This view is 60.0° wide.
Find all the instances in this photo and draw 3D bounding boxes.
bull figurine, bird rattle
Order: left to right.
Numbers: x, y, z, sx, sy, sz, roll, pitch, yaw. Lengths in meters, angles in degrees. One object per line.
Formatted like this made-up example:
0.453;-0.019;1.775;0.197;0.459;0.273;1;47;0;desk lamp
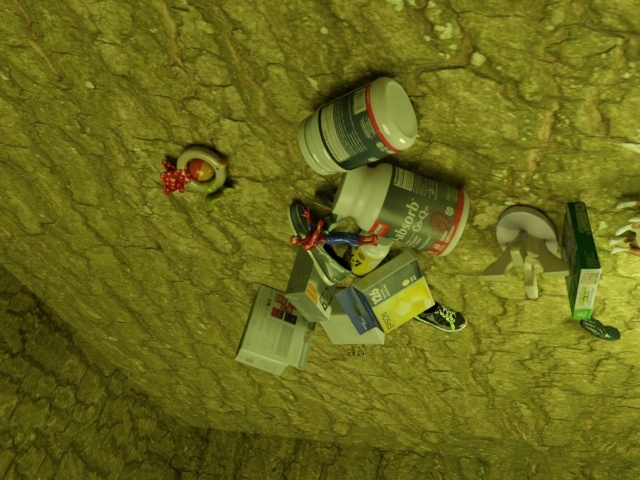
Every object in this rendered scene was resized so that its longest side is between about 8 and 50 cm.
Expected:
-0.396;-0.220;1.808;0.253;0.143;0.207;30;130;2;bird rattle
0.945;-0.008;1.603;0.188;0.101;0.310;1;141;21;bull figurine

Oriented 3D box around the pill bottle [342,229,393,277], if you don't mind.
0.163;0.032;1.900;0.119;0.119;0.208;22;141;-9;pill bottle

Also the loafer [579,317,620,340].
1.018;0.334;2.043;0.170;0.062;0.061;25;146;-11;loafer

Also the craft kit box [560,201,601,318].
0.759;0.061;1.630;0.061;0.250;0.246;-5;138;17;craft kit box

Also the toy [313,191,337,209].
0.098;-0.112;1.768;0.237;0.137;0.056;23;103;-7;toy

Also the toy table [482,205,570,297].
0.632;0.044;1.716;0.252;0.161;0.274;-16;133;40;toy table

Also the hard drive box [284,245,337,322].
-0.025;0.150;2.019;0.089;0.232;0.181;-11;136;29;hard drive box

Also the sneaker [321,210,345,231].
0.049;-0.066;1.868;0.061;0.053;0.152;-12;168;-27;sneaker

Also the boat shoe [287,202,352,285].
0.000;0.000;1.879;0.099;0.116;0.319;-24;102;27;boat shoe

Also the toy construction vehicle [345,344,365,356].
0.162;0.504;2.570;0.086;0.035;0.098;1;139;35;toy construction vehicle

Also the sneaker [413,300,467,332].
0.458;0.289;2.153;0.235;0.084;0.097;13;141;2;sneaker

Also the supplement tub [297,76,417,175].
0.096;-0.292;1.456;0.272;0.191;0.191;-17;132;35;supplement tub

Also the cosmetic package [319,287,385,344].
0.129;0.307;2.241;0.225;0.138;0.224;-5;138;22;cosmetic package

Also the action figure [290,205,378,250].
0.035;-0.041;1.760;0.280;0.091;0.139;-7;108;9;action figure

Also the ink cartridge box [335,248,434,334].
0.242;0.213;2.009;0.307;0.072;0.303;-33;136;-2;ink cartridge box

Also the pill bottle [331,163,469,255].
0.230;-0.103;1.633;0.363;0.210;0.210;18;142;-5;pill bottle

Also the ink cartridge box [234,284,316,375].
-0.175;0.381;2.295;0.272;0.309;0.130;22;142;-8;ink cartridge box
